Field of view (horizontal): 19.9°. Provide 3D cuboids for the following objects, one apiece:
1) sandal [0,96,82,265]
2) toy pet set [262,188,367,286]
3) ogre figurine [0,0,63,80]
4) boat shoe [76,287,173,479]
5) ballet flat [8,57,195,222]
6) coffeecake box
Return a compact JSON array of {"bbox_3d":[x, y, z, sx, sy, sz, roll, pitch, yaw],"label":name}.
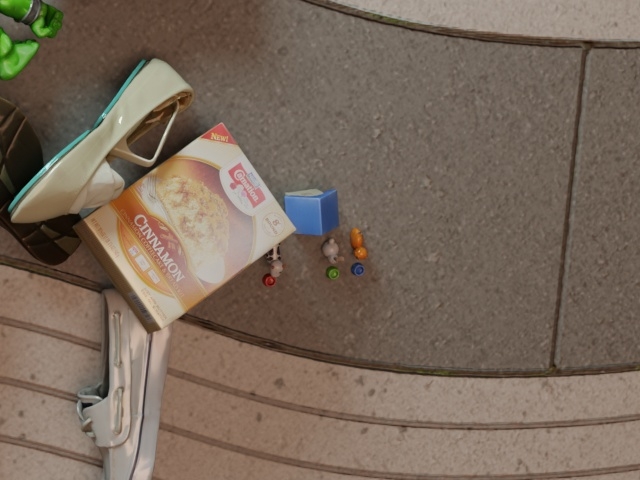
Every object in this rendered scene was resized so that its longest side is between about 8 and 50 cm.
[{"bbox_3d":[-0.317,-0.063,1.893,0.090,0.060,0.219,-44,135,-13],"label":"sandal"},{"bbox_3d":[0.000,0.000,2.026,0.122,0.065,0.114,-8,107,-18],"label":"toy pet set"},{"bbox_3d":[-0.361,-0.201,1.829,0.197,0.097,0.118,-29,124,1],"label":"ogre figurine"},{"bbox_3d":[-0.221,0.181,1.980,0.088,0.096,0.267,7,100,-17],"label":"boat shoe"},{"bbox_3d":[-0.216,-0.089,1.869,0.086,0.086,0.248,52,59,-23],"label":"ballet flat"},{"bbox_3d":[-0.144,-0.013,1.933,0.185,0.068,0.142,-37,96,-19],"label":"coffeecake box"}]
